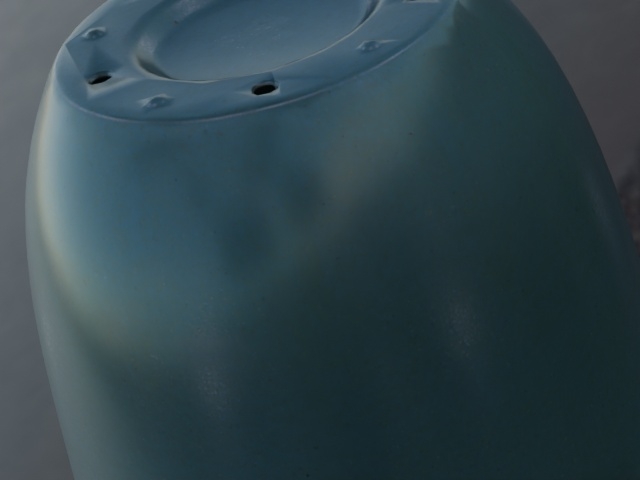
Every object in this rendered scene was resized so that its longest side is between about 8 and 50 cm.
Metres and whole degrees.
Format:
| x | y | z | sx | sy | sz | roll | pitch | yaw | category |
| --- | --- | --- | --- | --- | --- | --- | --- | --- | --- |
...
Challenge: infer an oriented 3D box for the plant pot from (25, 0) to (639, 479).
| x | y | z | sx | sy | sz | roll | pitch | yaw | category |
| --- | --- | --- | --- | --- | --- | --- | --- | --- | --- |
| 0.000 | 0.000 | 0.892 | 0.293 | 0.235 | 0.293 | -12 | 31 | 7 | plant pot |
